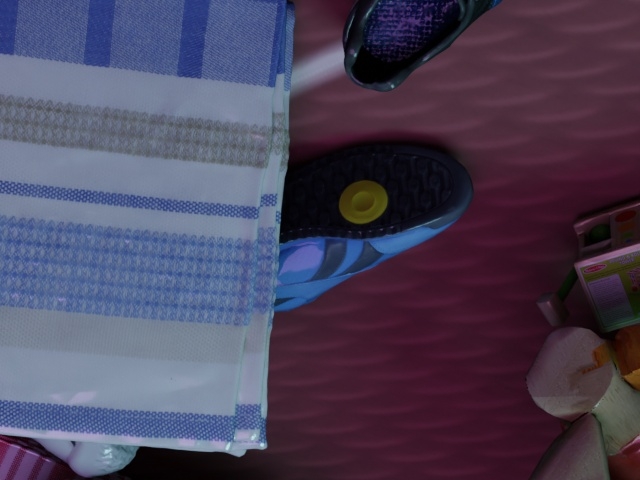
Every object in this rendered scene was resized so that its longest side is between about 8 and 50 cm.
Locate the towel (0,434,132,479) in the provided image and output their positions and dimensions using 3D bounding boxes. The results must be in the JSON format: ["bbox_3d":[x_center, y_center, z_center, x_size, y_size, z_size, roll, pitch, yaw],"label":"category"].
[{"bbox_3d":[-0.185,0.218,1.137,0.197,0.029,0.144,25,122,-4],"label":"towel"}]

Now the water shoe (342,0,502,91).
[{"bbox_3d":[0.091,-0.158,0.849,0.073,0.080,0.203,37,118,-12],"label":"water shoe"}]

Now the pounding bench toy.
[{"bbox_3d":[0.175,0.017,0.941,0.083,0.065,0.052,-19,114,17],"label":"pounding bench toy"}]

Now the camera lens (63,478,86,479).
[{"bbox_3d":[-0.087,0.301,1.023,0.274,0.219,0.219,29,121,-28],"label":"camera lens"}]

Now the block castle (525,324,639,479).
[{"bbox_3d":[0.299,0.246,0.851,0.303,0.453,0.213,-17,157,20],"label":"block castle"}]

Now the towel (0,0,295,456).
[{"bbox_3d":[-0.124,-0.018,0.894,0.209,0.034,0.285,5,90,-12],"label":"towel"}]

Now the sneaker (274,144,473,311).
[{"bbox_3d":[0.000,0.000,0.971,0.209,0.069,0.082,-18,147,9],"label":"sneaker"}]

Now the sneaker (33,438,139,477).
[{"bbox_3d":[-0.277,0.021,0.984,0.210,0.137,0.366,-26,107,22],"label":"sneaker"}]
